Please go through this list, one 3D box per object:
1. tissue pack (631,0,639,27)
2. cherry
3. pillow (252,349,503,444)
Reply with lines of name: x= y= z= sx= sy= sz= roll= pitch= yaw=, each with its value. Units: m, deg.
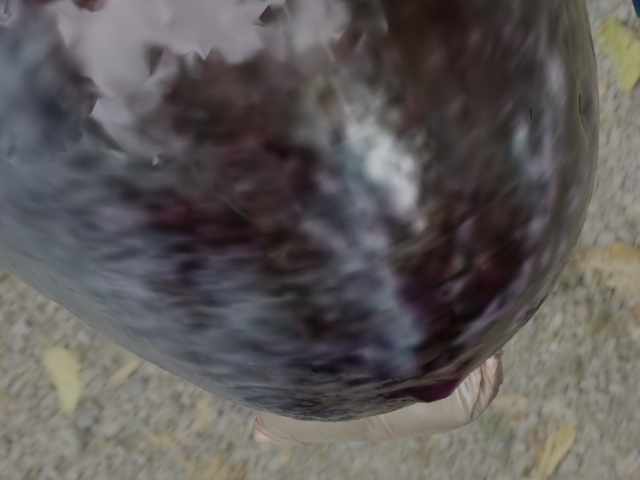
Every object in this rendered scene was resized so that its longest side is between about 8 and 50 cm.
tissue pack: x=0.190 y=-0.148 z=1.056 sx=0.042 sy=0.062 sz=0.083 roll=-7 pitch=107 yaw=52
cherry: x=-0.036 y=-0.073 z=0.644 sx=0.255 sy=0.218 sz=0.296 roll=6 pitch=138 yaw=54
pillow: x=0.000 y=0.000 z=1.104 sx=0.173 sy=0.067 sz=0.270 roll=-5 pitch=119 yaw=28
